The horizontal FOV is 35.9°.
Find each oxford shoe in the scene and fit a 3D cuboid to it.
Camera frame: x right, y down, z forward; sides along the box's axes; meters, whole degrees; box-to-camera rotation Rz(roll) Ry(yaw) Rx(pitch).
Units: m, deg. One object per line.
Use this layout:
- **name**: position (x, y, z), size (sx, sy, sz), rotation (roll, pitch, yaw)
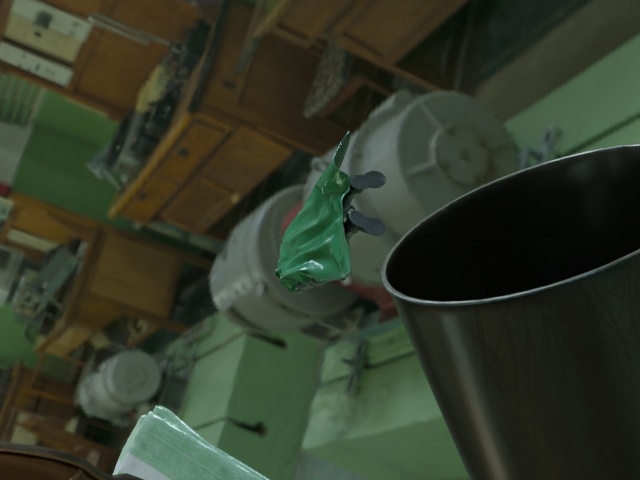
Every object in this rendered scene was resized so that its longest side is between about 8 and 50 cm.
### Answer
- **oxford shoe**: position (-0.225, 0.219, 0.825), size (0.076, 0.212, 0.076), rotation (-24, 47, 46)

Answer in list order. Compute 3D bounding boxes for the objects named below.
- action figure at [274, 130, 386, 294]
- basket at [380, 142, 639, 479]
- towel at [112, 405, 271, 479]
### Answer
- **action figure**: position (0.000, 0.000, 0.996), size (0.232, 0.064, 0.137), rotation (138, 139, -63)
- **basket**: position (0.141, 0.089, 0.489), size (0.154, 0.226, 0.204), rotation (-10, 17, 30)
- **towel**: position (-0.149, 0.361, 0.979), size (0.248, 0.038, 0.324), rotation (27, 93, 28)
